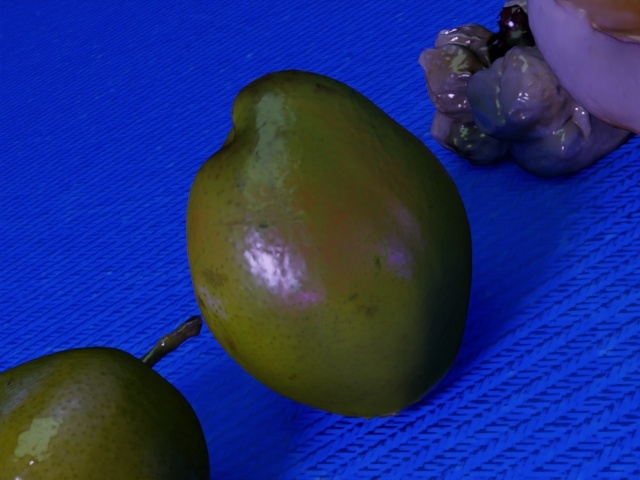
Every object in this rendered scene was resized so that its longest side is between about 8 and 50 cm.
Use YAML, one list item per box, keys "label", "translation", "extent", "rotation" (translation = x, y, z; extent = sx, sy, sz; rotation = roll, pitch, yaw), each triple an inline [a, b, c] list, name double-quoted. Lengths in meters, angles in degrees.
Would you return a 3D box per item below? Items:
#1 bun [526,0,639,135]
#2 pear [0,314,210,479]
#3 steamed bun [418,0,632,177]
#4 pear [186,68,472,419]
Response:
- label: "bun"
  translation: [0.291, -0.152, 0.933]
  extent: [0.299, 0.164, 0.299]
  rotation: [-13, 42, 12]
- label: "pear"
  translation: [-0.148, 0.132, 0.880]
  extent: [0.180, 0.166, 0.216]
  rotation: [-12, 47, 60]
- label: "steamed bun"
  translation: [0.179, -0.144, 1.094]
  extent: [0.192, 0.106, 0.177]
  rotation: [-36, 30, -14]
- label: "pear"
  translation: [0.000, 0.000, 0.904]
  extent: [0.188, 0.219, 0.187]
  rotation: [-24, 20, 9]
